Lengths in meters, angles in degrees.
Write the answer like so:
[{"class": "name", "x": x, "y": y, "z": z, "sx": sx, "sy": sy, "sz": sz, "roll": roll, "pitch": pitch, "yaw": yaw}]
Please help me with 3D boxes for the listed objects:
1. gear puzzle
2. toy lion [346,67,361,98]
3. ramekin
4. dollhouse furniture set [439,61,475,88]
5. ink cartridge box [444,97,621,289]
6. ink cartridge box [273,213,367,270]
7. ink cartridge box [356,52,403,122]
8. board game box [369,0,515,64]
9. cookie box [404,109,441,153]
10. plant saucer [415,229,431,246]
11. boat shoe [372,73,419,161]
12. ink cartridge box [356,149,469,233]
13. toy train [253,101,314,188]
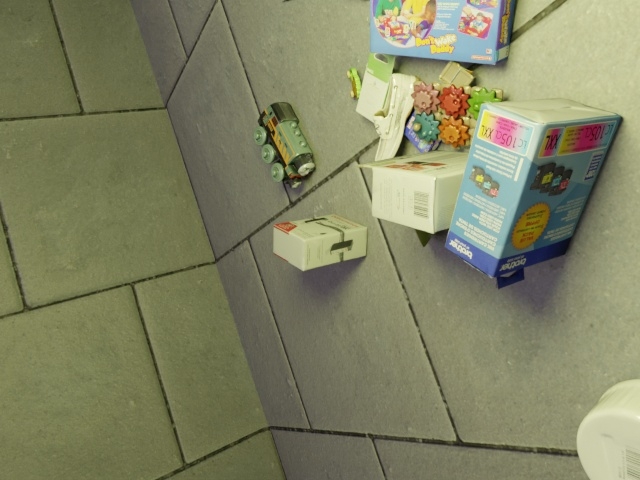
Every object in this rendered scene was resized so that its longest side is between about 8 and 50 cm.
[{"class": "gear puzzle", "x": 0.370, "y": -0.293, "z": 1.249, "sx": 0.339, "sy": 0.044, "sz": 0.175, "roll": 19, "pitch": 134, "yaw": 35}, {"class": "toy lion", "x": 0.110, "y": -0.491, "z": 1.584, "sx": 0.096, "sy": 0.034, "sz": 0.100, "roll": -124, "pitch": 23, "yaw": -84}, {"class": "ramekin", "x": 0.684, "y": 0.446, "z": 1.054, "sx": 0.277, "sy": 0.135, "sz": 0.277, "roll": 27, "pitch": 124, "yaw": 48}, {"class": "dollhouse furniture set", "x": 0.334, "y": -0.396, "z": 1.293, "sx": 0.076, "sy": 0.058, "sz": 0.151, "roll": 37, "pitch": 144, "yaw": 2}, {"class": "ink cartridge box", "x": 0.435, "y": -0.089, "z": 1.085, "sx": 0.151, "sy": 0.270, "sz": 0.395, "roll": 43, "pitch": 135, "yaw": 44}, {"class": "ink cartridge box", "x": 0.000, "y": 0.000, "z": 1.765, "sx": 0.197, "sy": 0.273, "sz": 0.114, "roll": 26, "pitch": 120, "yaw": 49}, {"class": "ink cartridge box", "x": 0.182, "y": -0.461, "z": 1.501, "sx": 0.109, "sy": 0.062, "sz": 0.209, "roll": 45, "pitch": 136, "yaw": 38}, {"class": "board game box", "x": 0.279, "y": -0.561, "z": 1.207, "sx": 0.347, "sy": 0.078, "sz": 0.233, "roll": 22, "pitch": 129, "yaw": 35}, {"class": "cookie box", "x": 0.293, "y": -0.306, "z": 1.418, "sx": 0.107, "sy": 0.040, "sz": 0.091, "roll": 57, "pitch": 144, "yaw": 26}, {"class": "plant saucer", "x": 0.266, "y": -0.099, "z": 1.427, "sx": 0.037, "sy": 0.241, "sz": 0.240, "roll": -21, "pitch": 84, "yaw": 14}, {"class": "boat shoe", "x": 0.194, "y": -0.346, "z": 1.463, "sx": 0.098, "sy": 0.096, "sz": 0.276, "roll": -102, "pitch": 25, "yaw": -60}, {"class": "ink cartridge box", "x": 0.286, "y": -0.135, "z": 1.253, "sx": 0.272, "sy": 0.310, "sz": 0.129, "roll": 22, "pitch": 120, "yaw": 52}, {"class": "toy train", "x": -0.138, "y": -0.370, "z": 1.954, "sx": 0.190, "sy": 0.142, "sz": 0.333, "roll": -41, "pitch": 68, "yaw": 43}]
